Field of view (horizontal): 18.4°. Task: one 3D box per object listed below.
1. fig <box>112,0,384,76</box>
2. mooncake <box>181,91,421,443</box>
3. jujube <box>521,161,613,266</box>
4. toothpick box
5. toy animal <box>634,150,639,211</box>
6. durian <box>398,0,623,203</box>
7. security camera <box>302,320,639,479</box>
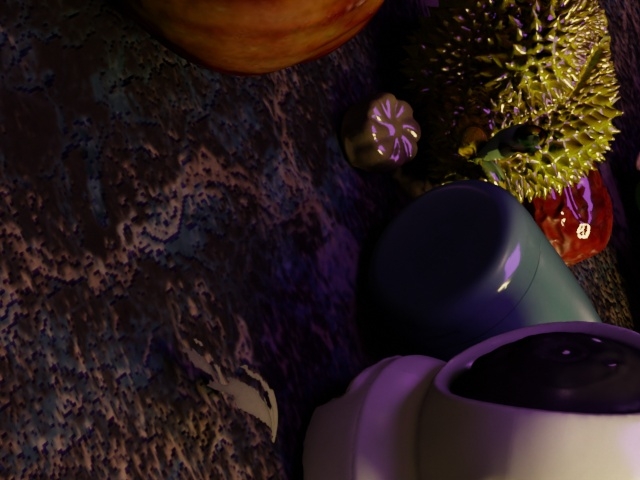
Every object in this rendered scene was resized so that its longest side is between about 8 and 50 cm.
[{"bbox_3d":[-0.055,-0.211,1.131,0.235,0.214,0.235,51,12,-16],"label":"fig"},{"bbox_3d":[-0.009,0.007,1.233,0.150,0.057,0.347,36,40,-26],"label":"mooncake"},{"bbox_3d":[0.177,-0.044,1.512,0.077,0.077,0.129,-16,84,-58],"label":"jujube"},{"bbox_3d":[0.124,0.054,1.343,0.184,0.120,0.120,46,41,-39],"label":"toothpick box"},{"bbox_3d":[0.346,-0.079,1.753,0.100,0.103,0.208,55,35,7],"label":"toy animal"},{"bbox_3d":[0.134,-0.105,1.416,0.159,0.146,0.198,31,64,-49],"label":"durian"},{"bbox_3d":[0.129,0.148,1.198,0.194,0.236,0.195,25,58,-49],"label":"security camera"}]
